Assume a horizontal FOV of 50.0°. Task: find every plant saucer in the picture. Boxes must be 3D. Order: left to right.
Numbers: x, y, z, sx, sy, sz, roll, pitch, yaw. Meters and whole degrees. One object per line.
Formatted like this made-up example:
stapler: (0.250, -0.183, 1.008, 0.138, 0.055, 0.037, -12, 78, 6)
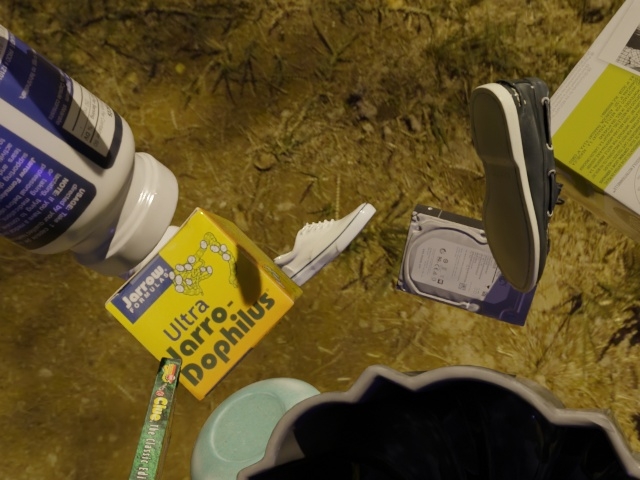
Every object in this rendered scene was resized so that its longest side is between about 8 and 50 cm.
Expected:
plant saucer: (-0.083, 0.240, 0.851, 0.194, 0.037, 0.195, -17, 38, 14)

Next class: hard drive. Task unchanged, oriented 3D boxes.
hard drive: (0.374, 0.063, 1.717, 0.338, 0.064, 0.237, 16, 120, 12)

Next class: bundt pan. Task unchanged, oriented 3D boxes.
bundt pan: (0.101, 0.229, 0.425, 0.330, 0.124, 0.331, 1, 92, 30)

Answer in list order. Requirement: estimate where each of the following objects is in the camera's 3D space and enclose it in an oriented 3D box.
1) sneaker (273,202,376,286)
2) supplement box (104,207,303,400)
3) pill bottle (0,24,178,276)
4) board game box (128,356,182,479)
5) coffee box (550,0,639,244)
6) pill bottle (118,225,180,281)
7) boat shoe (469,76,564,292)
sneaker: (0.000, 0.000, 1.400, 0.258, 0.094, 0.091, -42, 91, 22)
supplement box: (-0.164, 0.094, 1.115, 0.195, 0.356, 0.194, 44, 90, 2)
pill bottle: (-0.262, -0.080, 0.600, 0.153, 0.264, 0.153, -23, 48, 28)
board game box: (-0.188, 0.258, 0.742, 0.030, 0.260, 0.136, 8, 117, -6)
coffee box: (0.597, -0.178, 1.158, 0.334, 0.337, 0.338, 40, 100, 23)
pill bottle: (-0.279, 0.065, 1.437, 0.282, 0.160, 0.161, 23, 87, 7)
boat shoe: (0.310, -0.083, 1.027, 0.113, 0.127, 0.340, -24, 112, -17)
